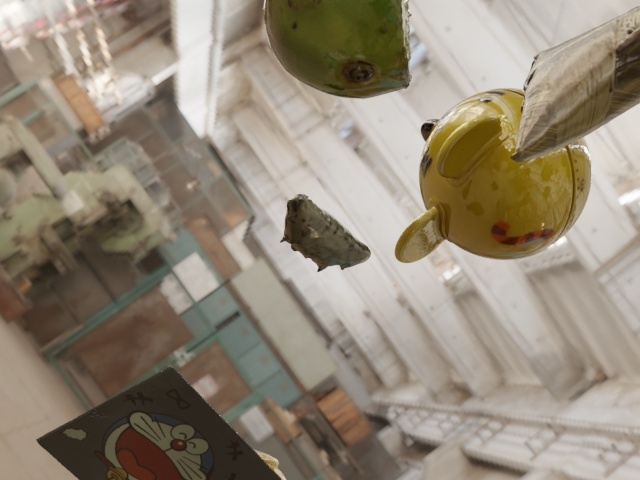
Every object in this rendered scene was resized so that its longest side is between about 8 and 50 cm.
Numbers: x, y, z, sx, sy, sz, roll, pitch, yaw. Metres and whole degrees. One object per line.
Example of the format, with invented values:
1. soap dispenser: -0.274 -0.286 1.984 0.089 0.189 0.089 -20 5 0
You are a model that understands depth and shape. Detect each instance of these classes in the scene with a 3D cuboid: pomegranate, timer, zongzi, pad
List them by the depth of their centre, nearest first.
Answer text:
1. pad: -0.119 0.229 0.933 0.245 0.170 0.006 51 24 -23
2. pomegranate: 0.018 -0.273 1.090 0.190 0.159 0.240 -63 153 -76
3. zongzi: 0.412 -0.228 1.468 0.286 0.288 0.134 -27 -75 38
4. timer: 0.325 -0.124 1.970 0.376 0.387 0.376 28 -54 48

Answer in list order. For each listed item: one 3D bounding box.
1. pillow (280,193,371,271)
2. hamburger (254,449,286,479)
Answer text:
1. pillow: -0.001 0.000 1.724 0.241 0.093 0.051 39 8 -49
2. hamburger: -0.187 0.424 1.625 0.303 0.261 0.186 159 -71 -67
